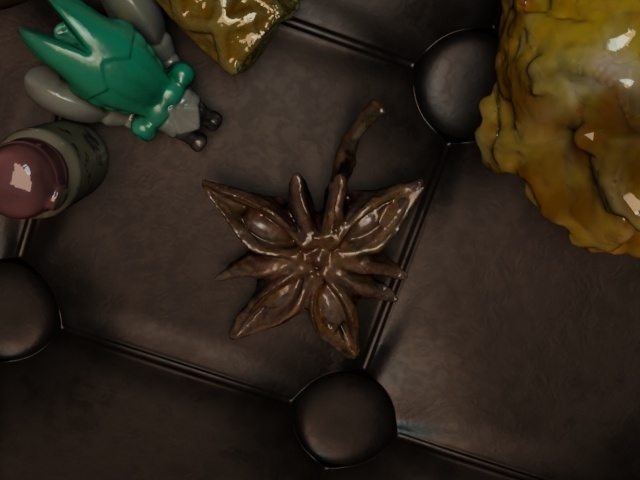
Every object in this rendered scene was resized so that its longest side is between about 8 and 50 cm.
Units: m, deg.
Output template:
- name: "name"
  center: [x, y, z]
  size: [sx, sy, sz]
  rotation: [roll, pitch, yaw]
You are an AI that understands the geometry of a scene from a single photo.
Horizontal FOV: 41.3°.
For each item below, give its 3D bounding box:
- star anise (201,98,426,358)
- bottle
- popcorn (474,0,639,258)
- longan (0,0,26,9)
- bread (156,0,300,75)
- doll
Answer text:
- name: "star anise"
  center: [-0.002, 0.001, 1.116]
  size: [0.293, 0.109, 0.349]
  rotation: [-12, 112, -6]
- name: "bottle"
  center: [-0.335, -0.084, 1.026]
  size: [0.110, 0.233, 0.110]
  rotation: [0, 102, -1]
- name: "popcorn"
  center: [0.376, -0.175, 0.985]
  size: [0.354, 0.344, 0.390]
  rotation: [39, 72, -48]
- name: "longan"
  center: [-0.369, -0.390, 0.966]
  size: [0.215, 0.246, 0.246]
  rotation: [-13, 104, -35]
- name: "bread"
  center: [-0.148, -0.341, 1.029]
  size: [0.267, 0.130, 0.152]
  rotation: [46, 55, -9]
- name: "doll"
  center: [-0.261, -0.203, 1.063]
  size: [0.195, 0.153, 0.258]
  rotation: [-32, 118, -13]
